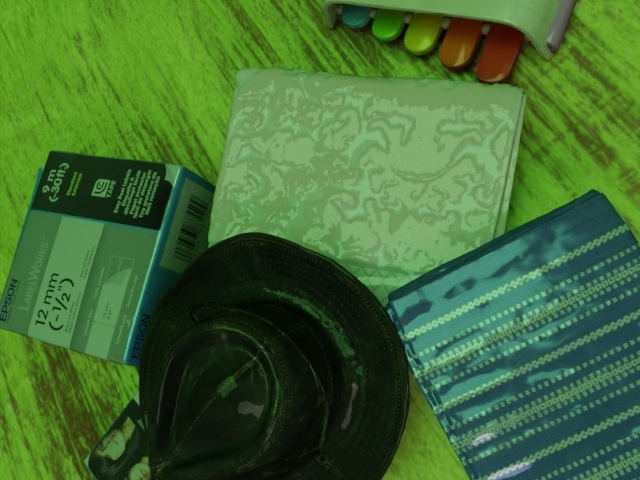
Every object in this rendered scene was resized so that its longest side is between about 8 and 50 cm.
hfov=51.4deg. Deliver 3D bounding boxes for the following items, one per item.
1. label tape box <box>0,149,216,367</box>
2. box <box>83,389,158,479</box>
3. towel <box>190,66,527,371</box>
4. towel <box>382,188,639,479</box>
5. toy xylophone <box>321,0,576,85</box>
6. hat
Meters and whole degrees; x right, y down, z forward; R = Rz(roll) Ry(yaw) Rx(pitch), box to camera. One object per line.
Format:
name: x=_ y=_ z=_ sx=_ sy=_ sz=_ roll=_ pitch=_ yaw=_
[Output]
label tape box: x=-0.325 y=0.016 z=0.898 sx=0.347 sy=0.115 sz=0.249 roll=9 pitch=79 yaw=25
box: x=-0.170 y=0.207 z=0.801 sx=0.100 sy=0.060 sz=0.244 roll=39 pitch=93 yaw=28
towel: x=0.033 y=-0.032 z=0.728 sx=0.331 sy=0.053 sz=0.317 roll=9 pitch=83 yaw=16
towel: x=0.233 y=0.148 z=0.610 sx=0.243 sy=0.040 sz=0.336 roll=-28 pitch=78 yaw=6
toy xylophone: x=0.154 y=-0.331 z=0.798 sx=0.322 sy=0.081 sz=0.236 roll=27 pitch=87 yaw=28
hat: x=-0.084 y=0.161 z=0.642 sx=0.331 sy=0.134 sz=0.332 roll=3 pitch=98 yaw=23
